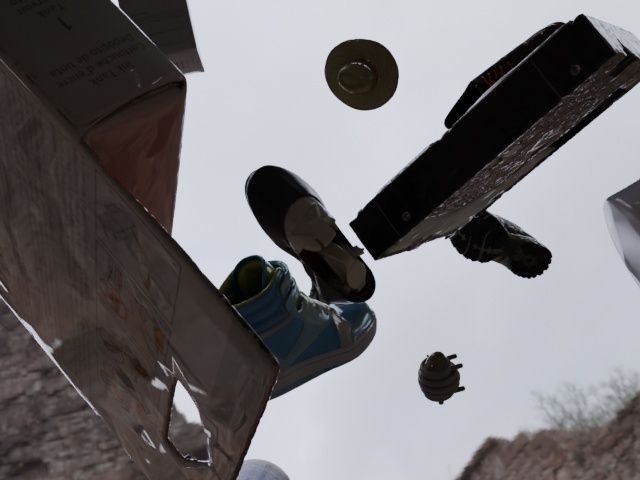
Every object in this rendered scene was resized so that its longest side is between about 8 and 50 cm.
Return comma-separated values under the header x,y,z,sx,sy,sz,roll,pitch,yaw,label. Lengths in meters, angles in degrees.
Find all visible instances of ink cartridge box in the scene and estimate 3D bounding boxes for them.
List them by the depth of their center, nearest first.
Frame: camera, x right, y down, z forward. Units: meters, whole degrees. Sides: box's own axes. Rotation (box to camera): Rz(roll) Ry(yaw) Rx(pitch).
x,y,z,sx,sy,sz,roll,pitch,yaw,label
-0.100,0.016,0.456,0.060,0.239,0.275,-36,-18,-29,ink cartridge box

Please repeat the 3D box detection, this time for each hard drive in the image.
x,y,z,sx,sy,sz,roll,pitch,yaw,label
0.209,-0.112,1.029,0.339,0.064,0.237,-44,-15,29,hard drive

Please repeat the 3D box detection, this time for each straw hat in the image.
x,y,z,sx,sy,sz,roll,pitch,yaw,label
0.067,-0.297,1.653,0.144,0.061,0.144,6,-68,16,straw hat

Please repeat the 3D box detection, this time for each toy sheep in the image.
x,y,z,sx,sy,sz,roll,pitch,yaw,label
0.231,0.268,1.749,0.091,0.091,0.132,-17,-61,-10,toy sheep

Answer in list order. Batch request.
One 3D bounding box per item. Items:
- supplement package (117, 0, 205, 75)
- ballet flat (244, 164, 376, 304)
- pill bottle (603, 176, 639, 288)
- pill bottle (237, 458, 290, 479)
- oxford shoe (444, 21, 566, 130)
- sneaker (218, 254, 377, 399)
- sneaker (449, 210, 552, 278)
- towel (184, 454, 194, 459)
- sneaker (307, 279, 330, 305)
x,y,z,sx,sy,sz,roll,pitch,yaw,label
-0.254,-0.352,1.416,0.105,0.179,0.105,-13,-10,-2,supplement package
0.000,0.000,0.920,0.074,0.074,0.203,-32,-50,5,ballet flat
0.406,-0.044,0.776,0.283,0.161,0.161,-29,-45,2,pill bottle
-0.139,0.495,1.583,0.152,0.152,0.272,-37,-2,10,pill bottle
0.327,-0.273,1.573,0.098,0.097,0.271,-6,-34,-52,oxford shoe
-0.033,0.101,1.403,0.319,0.127,0.208,-25,-68,-45,sneaker
0.364,-0.009,1.959,0.283,0.122,0.110,28,-73,-26,sneaker
-0.206,0.332,1.173,0.119,0.029,0.067,-54,-17,22,towel
0.026,0.123,1.977,0.078,0.106,0.234,-13,-72,-48,sneaker
